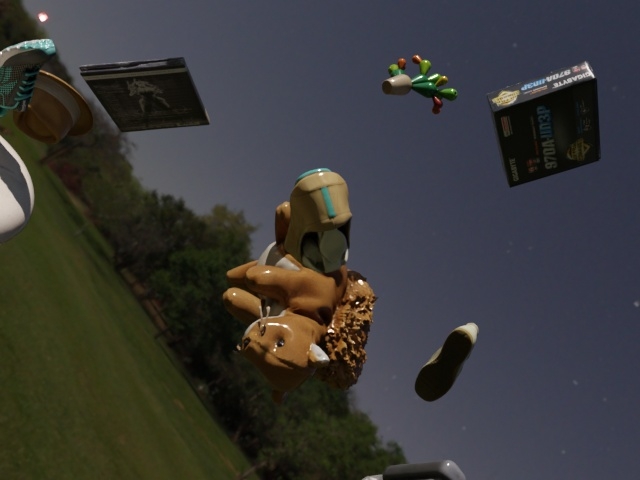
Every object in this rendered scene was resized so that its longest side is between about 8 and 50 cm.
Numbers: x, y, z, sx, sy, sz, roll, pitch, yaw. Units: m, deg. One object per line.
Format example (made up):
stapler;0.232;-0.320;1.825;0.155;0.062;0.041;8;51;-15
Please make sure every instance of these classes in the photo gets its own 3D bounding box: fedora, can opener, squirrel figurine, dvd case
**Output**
fedora;-0.539;-0.247;1.410;0.194;0.079;0.194;13;-29;7
can opener;0.119;0.378;1.048;0.095;0.076;0.283;53;-32;0
squirrel figurine;-0.022;0.187;1.632;0.397;0.281;0.370;31;32;-27
dvd case;-0.288;-0.241;1.225;0.221;0.164;0.018;83;3;-75

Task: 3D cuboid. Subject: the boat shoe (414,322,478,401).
boat shoe;0.203;0.195;1.158;0.056;0.048;0.153;36;-60;22

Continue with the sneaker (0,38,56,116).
sneaker;-0.395;-0.208;0.947;0.166;0.065;0.076;-15;-74;34

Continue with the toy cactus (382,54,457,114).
toy cactus;0.218;-0.371;1.743;0.219;0.180;0.112;46;-45;32

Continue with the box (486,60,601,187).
box;0.402;-0.201;1.293;0.220;0.175;0.051;59;18;-51

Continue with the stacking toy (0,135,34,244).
stacking toy;-0.629;0.047;0.963;0.350;0.480;0.351;29;23;-14

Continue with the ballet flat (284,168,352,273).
ballet flat;0.000;0.000;0.817;0.232;0.080;0.073;82;-13;-70
